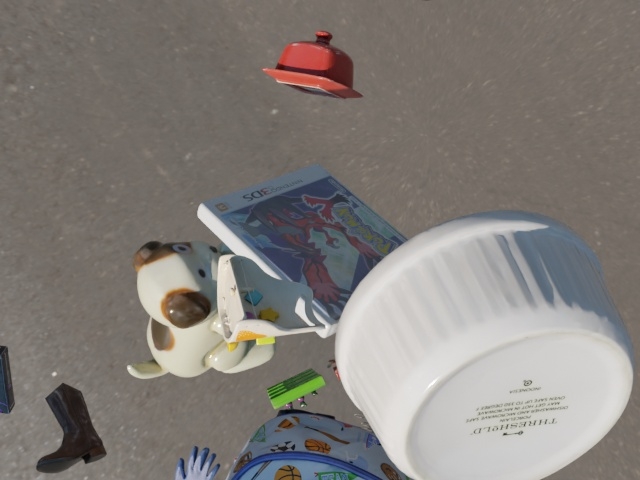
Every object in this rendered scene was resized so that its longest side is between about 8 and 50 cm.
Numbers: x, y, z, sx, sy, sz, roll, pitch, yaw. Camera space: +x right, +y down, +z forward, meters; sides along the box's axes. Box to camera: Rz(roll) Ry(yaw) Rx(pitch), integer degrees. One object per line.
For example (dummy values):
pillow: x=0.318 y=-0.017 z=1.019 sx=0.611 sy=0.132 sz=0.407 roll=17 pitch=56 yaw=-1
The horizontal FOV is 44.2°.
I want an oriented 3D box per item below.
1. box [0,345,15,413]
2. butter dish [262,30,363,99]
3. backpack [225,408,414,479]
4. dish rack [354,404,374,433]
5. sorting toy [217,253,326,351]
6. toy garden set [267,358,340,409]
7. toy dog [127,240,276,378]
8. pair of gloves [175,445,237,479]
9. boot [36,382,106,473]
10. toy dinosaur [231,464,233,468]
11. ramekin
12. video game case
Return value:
box: x=-0.554 y=0.204 z=1.203 sx=0.162 sy=0.029 sz=0.116 roll=8 pitch=119 yaw=3
butter dish: x=-0.004 y=-0.347 z=1.527 sx=0.160 sy=0.160 sz=0.118 roll=15 pitch=93 yaw=31
backpack: x=-0.012 y=0.336 z=0.875 sx=0.276 sy=0.213 sz=0.263 roll=13 pitch=100 yaw=-2
dish rack: x=0.136 y=0.363 z=1.780 sx=0.074 sy=0.208 sz=0.272 roll=15 pitch=57 yaw=-19
sorting toy: x=-0.036 y=0.052 z=0.596 sx=0.075 sy=0.083 sz=0.045 roll=1 pitch=123 yaw=-18
toy garden set: x=-0.005 y=0.291 z=1.607 sx=0.203 sy=0.244 sz=0.049 roll=-24 pitch=87 yaw=-7
toy dog: x=-0.316 y=0.145 z=1.898 sx=0.395 sy=0.408 sz=0.285 roll=-22 pitch=60 yaw=-11
pair of gloves: x=-0.225 y=0.535 z=1.686 sx=0.198 sy=0.023 sz=0.159 roll=13 pitch=74 yaw=14
boot: x=-0.346 y=0.245 z=1.043 sx=0.037 sy=0.106 sz=0.114 roll=-42 pitch=65 yaw=24
toy dinosaur: x=-0.106 y=0.560 z=1.509 sx=0.218 sy=0.164 sz=0.322 roll=18 pitch=139 yaw=36
ramekin: x=0.156 y=0.115 z=0.722 sx=0.272 sy=0.127 sz=0.273 roll=-8 pitch=128 yaw=-10
video game case: x=0.000 y=0.000 z=0.847 sx=0.201 sy=0.183 sz=0.023 roll=42 pitch=133 yaw=24
